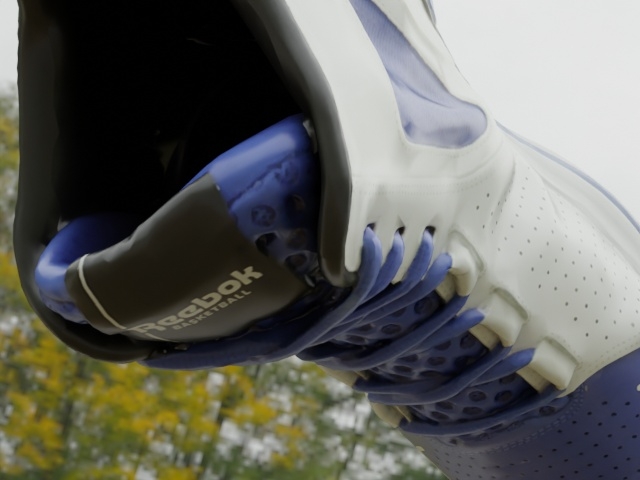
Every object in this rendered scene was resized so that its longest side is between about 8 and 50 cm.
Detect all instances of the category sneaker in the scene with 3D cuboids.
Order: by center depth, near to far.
[{"bbox_3d":[-0.001,-0.001,0.430,0.127,0.182,0.315,-19,-63,30],"label":"sneaker"}]
